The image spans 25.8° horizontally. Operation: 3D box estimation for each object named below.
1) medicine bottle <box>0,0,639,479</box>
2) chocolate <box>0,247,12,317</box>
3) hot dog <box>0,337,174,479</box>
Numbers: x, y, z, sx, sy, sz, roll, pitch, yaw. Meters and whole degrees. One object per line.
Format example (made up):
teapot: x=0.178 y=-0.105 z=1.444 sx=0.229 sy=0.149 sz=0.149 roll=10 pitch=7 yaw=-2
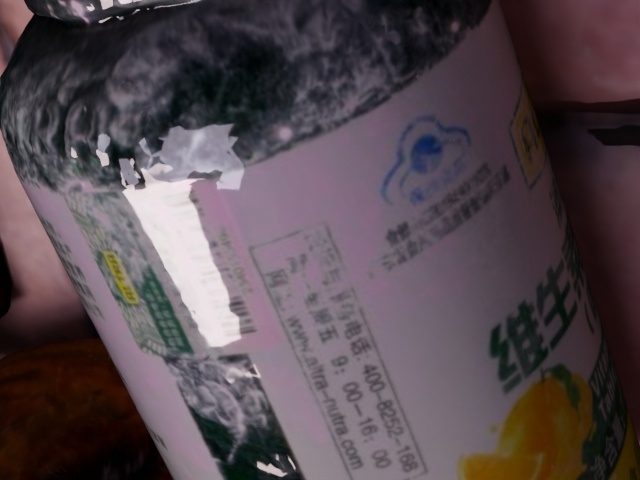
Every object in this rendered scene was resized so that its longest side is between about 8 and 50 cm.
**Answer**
medicine bottle: x=0.000 y=0.000 z=0.408 sx=0.141 sy=0.141 sz=0.293 roll=-6 pitch=121 yaw=31
chocolate: x=-0.255 y=0.033 z=0.542 sx=0.206 sy=0.177 sz=0.224 roll=7 pitch=128 yaw=23
hot dog: x=-0.113 y=0.132 z=0.550 sx=0.226 sy=0.099 sz=0.161 roll=-22 pitch=104 yaw=-4
